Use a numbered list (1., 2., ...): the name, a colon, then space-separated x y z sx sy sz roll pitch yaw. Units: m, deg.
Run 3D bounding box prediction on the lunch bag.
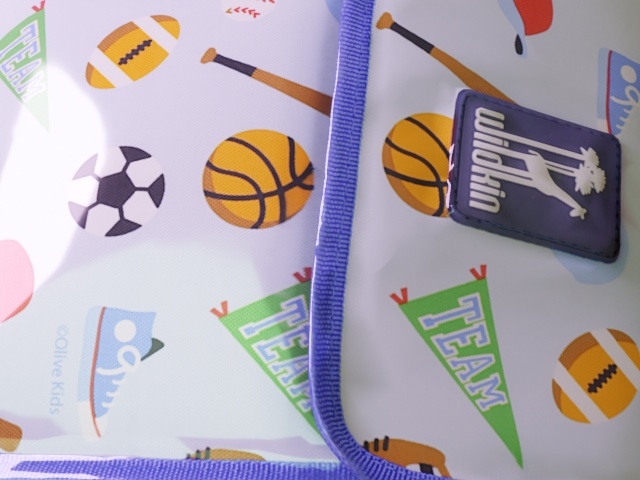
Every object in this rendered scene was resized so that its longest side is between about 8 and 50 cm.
1. lunch bag: 0.000 0.000 0.602 0.385 0.239 0.328 0 66 12
